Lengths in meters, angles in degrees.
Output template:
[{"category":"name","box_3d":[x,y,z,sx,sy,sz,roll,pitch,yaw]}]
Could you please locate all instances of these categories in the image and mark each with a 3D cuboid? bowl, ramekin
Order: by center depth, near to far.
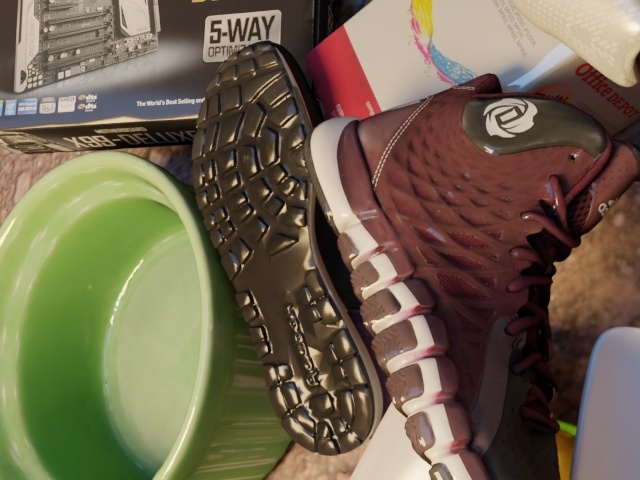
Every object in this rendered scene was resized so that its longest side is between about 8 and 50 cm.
[{"category":"bowl","box_3d":[0.068,0.127,0.562,0.053,0.142,0.142,30,99,18]},{"category":"ramekin","box_3d":[-0.149,0.089,0.743,0.304,0.148,0.303,-10,74,36]}]

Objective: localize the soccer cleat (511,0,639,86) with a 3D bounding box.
[{"category":"soccer cleat","box_3d":[0.253,-0.180,0.454,0.331,0.116,0.143,-26,57,-2]}]

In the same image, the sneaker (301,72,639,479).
[{"category":"sneaker","box_3d":[0.105,0.022,0.445,0.163,0.106,0.281,-26,64,8]}]

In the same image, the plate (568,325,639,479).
[{"category":"plate","box_3d":[0.248,0.202,0.427,0.277,0.045,0.277,11,86,18]}]

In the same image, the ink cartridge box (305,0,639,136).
[{"category":"ink cartridge box","box_3d":[0.109,-0.110,0.598,0.176,0.128,0.127,-35,61,28]}]

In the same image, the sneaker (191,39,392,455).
[{"category":"sneaker","box_3d":[0.000,0.000,0.639,0.107,0.124,0.283,-16,88,37]}]

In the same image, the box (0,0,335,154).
[{"category":"box","box_3d":[-0.140,-0.205,0.781,0.308,0.076,0.242,-1,78,14]}]

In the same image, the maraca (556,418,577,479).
[{"category":"maraca","box_3d":[0.135,0.199,0.527,0.127,0.099,0.185,-8,78,48]}]
